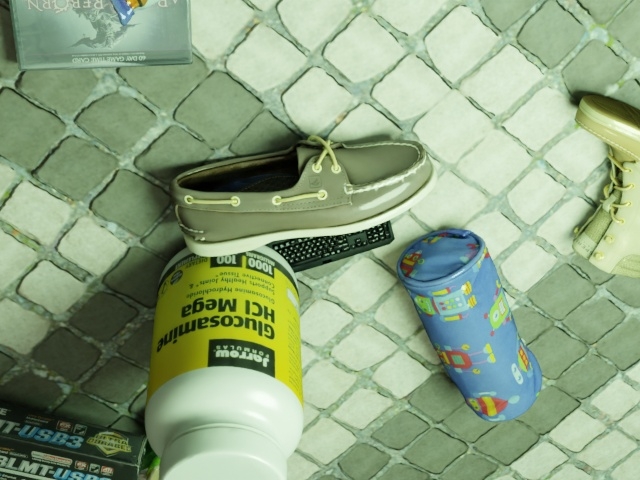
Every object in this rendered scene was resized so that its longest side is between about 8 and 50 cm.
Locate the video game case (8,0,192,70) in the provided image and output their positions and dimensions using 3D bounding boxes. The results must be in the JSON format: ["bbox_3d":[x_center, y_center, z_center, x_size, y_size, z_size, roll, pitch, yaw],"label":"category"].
[{"bbox_3d":[-0.239,-0.312,1.137,0.196,0.026,0.274,-4,125,-9],"label":"video game case"}]

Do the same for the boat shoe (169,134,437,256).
[{"bbox_3d":[-0.021,-0.069,1.300,0.324,0.116,0.097,-13,130,5],"label":"boat shoe"}]

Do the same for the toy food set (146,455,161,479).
[{"bbox_3d":[-0.199,0.321,1.547,0.192,0.038,0.132,-17,143,-50],"label":"toy food set"}]

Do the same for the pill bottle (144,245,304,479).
[{"bbox_3d":[-0.114,0.167,1.297,0.188,0.334,0.188,-2,131,-2],"label":"pill bottle"}]

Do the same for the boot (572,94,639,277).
[{"bbox_3d":[0.391,-0.063,1.401,0.262,0.095,0.203,22,119,-29],"label":"boot"}]

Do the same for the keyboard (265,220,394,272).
[{"bbox_3d":[0.000,0.000,1.399,0.192,0.038,0.100,-18,126,1],"label":"keyboard"}]

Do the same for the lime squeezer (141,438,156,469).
[{"bbox_3d":[-0.256,0.263,1.535,0.310,0.059,0.110,-41,93,19],"label":"lime squeezer"}]

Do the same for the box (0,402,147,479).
[{"bbox_3d":[-0.417,0.369,1.524,0.295,0.073,0.293,13,121,-6],"label":"box"}]

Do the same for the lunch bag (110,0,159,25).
[{"bbox_3d":[-0.156,-0.440,0.923,0.328,0.239,0.385,-33,113,0],"label":"lunch bag"}]

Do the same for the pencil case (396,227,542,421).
[{"bbox_3d":[0.214,0.115,1.473,0.133,0.119,0.306,-52,131,-27],"label":"pencil case"}]
